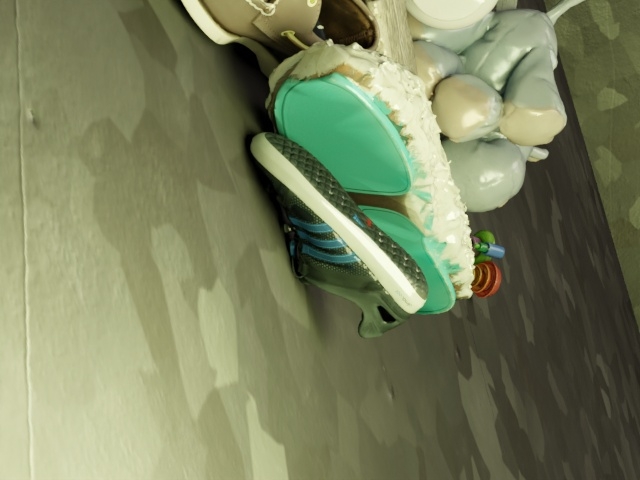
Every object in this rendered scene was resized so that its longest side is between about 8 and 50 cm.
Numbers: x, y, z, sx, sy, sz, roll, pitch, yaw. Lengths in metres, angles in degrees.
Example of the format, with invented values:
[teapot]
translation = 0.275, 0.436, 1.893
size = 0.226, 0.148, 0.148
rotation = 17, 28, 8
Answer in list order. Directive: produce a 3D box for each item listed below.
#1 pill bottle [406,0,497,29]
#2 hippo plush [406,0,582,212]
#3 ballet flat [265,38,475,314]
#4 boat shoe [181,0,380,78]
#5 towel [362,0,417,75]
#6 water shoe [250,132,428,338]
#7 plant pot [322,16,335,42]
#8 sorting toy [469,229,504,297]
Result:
[pill bottle]
translation = 0.144, -0.301, 1.722
size = 0.221, 0.124, 0.124
rotation = -67, 139, -77
[hippo plush]
translation = 0.187, -0.174, 1.927
size = 0.237, 0.234, 0.294
rotation = 101, 6, -51
[ballet flat]
translation = 0.056, -0.079, 1.404
size = 0.409, 0.147, 0.147
rotation = 64, 18, -55
[boat shoe]
translation = -0.040, -0.213, 1.305
size = 0.324, 0.096, 0.117
rotation = 33, 44, -66
[towel]
translation = 0.069, -0.159, 1.592
size = 0.187, 0.049, 0.282
rotation = -74, 156, -58
[water shoe]
translation = 0.000, 0.000, 1.295
size = 0.203, 0.080, 0.073
rotation = 46, 18, -6
[plant pot]
translation = 0.016, -0.238, 1.568
size = 0.236, 0.032, 0.236
rotation = -5, 90, -78
[sorting toy]
translation = 0.202, 0.024, 1.974
size = 0.042, 0.061, 0.102
rotation = 16, 43, -30
